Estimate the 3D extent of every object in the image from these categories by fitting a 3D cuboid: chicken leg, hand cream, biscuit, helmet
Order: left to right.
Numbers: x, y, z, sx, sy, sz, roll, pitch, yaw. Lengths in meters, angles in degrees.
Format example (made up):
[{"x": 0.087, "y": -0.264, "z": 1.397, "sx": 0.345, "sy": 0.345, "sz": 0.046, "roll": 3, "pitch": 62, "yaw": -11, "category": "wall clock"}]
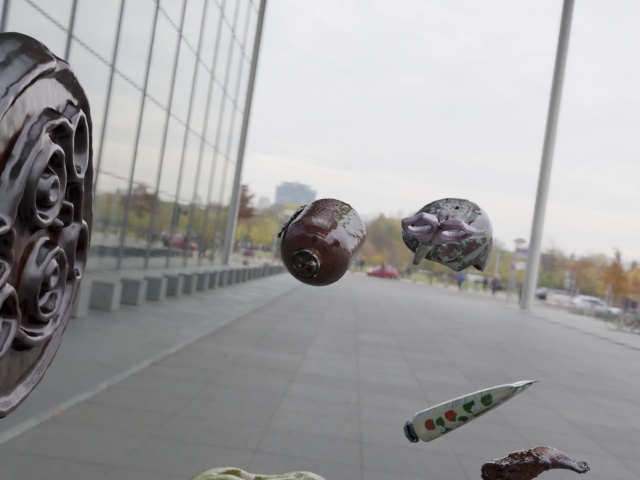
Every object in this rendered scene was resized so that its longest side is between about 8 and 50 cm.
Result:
[{"x": -0.322, "y": -0.006, "z": 0.798, "sx": 0.091, "sy": 0.408, "sz": 0.407, "roll": 11, "pitch": -1, "yaw": -2, "category": "biscuit"}, {"x": 0.252, "y": -0.024, "z": 1.428, "sx": 0.176, "sy": 0.107, "sz": 0.153, "roll": 4, "pitch": 36, "yaw": -34, "category": "helmet"}, {"x": 0.273, "y": 0.312, "z": 1.414, "sx": 0.276, "sy": 0.059, "sz": 0.095, "roll": -33, "pitch": -22, "yaw": 32, "category": "hand cream"}, {"x": 0.404, "y": 0.427, "z": 1.441, "sx": 0.204, "sy": 0.093, "sz": 0.053, "roll": -12, "pitch": 24, "yaw": 7, "category": "chicken leg"}]

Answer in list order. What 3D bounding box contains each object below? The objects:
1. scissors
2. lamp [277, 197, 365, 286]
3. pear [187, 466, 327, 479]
[{"x": 0.169, "y": 0.002, "z": 1.197, "sx": 0.110, "sy": 0.021, "sz": 0.212, "roll": 9, "pitch": -17, "yaw": -1, "category": "scissors"}, {"x": 0.000, "y": 0.000, "z": 1.730, "sx": 0.180, "sy": 0.180, "sz": 0.258, "roll": 8, "pitch": 28, "yaw": 20, "category": "lamp"}, {"x": -0.069, "y": 0.391, "z": 0.801, "sx": 0.294, "sy": 0.295, "sz": 0.294, "roll": 8, "pitch": -1, "yaw": 0, "category": "pear"}]
